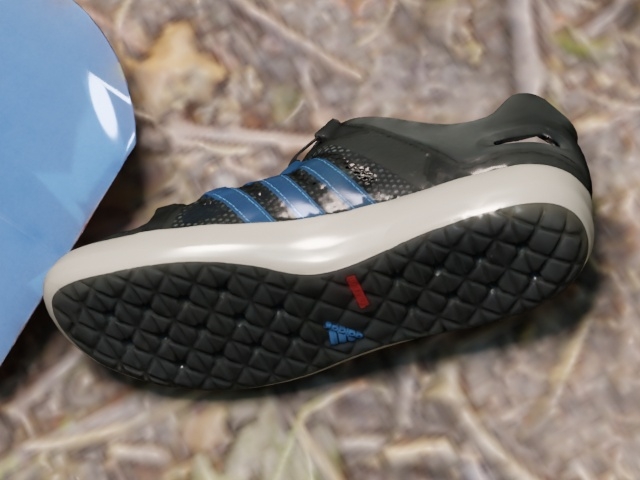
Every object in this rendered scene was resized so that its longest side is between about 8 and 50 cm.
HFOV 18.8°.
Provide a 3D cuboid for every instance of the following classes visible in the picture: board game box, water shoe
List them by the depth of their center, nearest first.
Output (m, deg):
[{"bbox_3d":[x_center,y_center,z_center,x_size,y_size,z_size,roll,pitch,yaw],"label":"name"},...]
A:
[{"bbox_3d":[0.000,0.000,0.710,0.203,0.073,0.080,-9,40,11],"label":"water shoe"},{"bbox_3d":[-0.140,-0.022,0.758,0.133,0.033,0.168,31,90,25],"label":"board game box"}]
